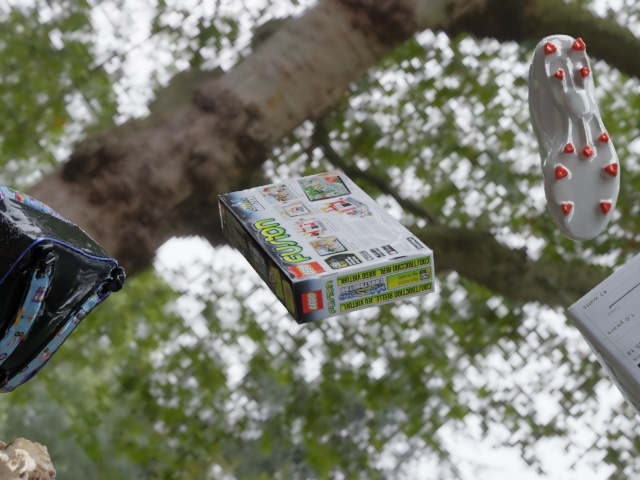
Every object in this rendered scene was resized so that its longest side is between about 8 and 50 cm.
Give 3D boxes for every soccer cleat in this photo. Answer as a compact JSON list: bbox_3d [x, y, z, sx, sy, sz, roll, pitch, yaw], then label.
[{"bbox_3d":[0.221,-0.087,1.306,0.076,0.068,0.196,108,-22,-69],"label":"soccer cleat"}]

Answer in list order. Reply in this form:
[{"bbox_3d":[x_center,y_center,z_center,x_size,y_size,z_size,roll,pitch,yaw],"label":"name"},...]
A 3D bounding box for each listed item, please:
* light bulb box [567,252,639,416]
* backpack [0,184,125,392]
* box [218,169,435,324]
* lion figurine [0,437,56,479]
[{"bbox_3d":[0.552,0.129,1.736,0.225,0.358,0.361,50,2,-36],"label":"light bulb box"},{"bbox_3d":[-0.295,0.054,1.387,0.117,0.173,0.158,41,7,26],"label":"backpack"},{"bbox_3d":[0.000,0.000,1.184,0.207,0.114,0.036,-133,-146,-62],"label":"box"},{"bbox_3d":[-0.376,0.305,1.221,0.240,0.392,0.142,-39,-87,24],"label":"lion figurine"}]
